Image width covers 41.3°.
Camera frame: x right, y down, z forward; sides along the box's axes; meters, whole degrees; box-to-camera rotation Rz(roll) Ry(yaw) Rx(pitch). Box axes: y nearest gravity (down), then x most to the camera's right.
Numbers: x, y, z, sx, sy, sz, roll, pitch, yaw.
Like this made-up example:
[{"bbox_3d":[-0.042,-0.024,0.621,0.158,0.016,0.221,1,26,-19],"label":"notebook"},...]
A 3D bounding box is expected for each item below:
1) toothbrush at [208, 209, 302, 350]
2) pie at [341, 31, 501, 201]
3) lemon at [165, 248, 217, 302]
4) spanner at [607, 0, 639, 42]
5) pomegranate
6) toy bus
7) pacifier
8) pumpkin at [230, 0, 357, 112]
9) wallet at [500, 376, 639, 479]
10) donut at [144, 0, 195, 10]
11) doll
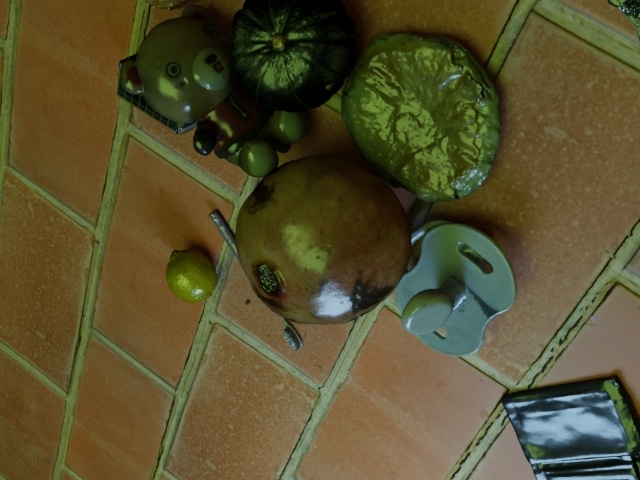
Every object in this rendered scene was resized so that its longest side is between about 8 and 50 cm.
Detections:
[{"bbox_3d":[-0.139,0.089,1.835,0.024,0.029,0.354,-28,99,28],"label":"toothbrush"},{"bbox_3d":[0.167,-0.210,1.421,0.306,0.071,0.307,14,121,24],"label":"pie"},{"bbox_3d":[-0.286,0.077,1.875,0.109,0.109,0.133,-29,105,41],"label":"lemon"},{"bbox_3d":[0.479,-0.261,1.214,0.093,0.026,0.326,-7,114,35],"label":"spanner"},{"bbox_3d":[0.000,0.000,1.486,0.322,0.322,0.322,17,125,25],"label":"pomegranate"},{"bbox_3d":[-0.309,-0.289,1.681,0.182,0.091,0.103,33,132,15],"label":"toy bus"},{"bbox_3d":[0.202,0.098,1.492,0.227,0.207,0.279,38,131,15],"label":"pacifier"},{"bbox_3d":[-0.047,-0.323,1.418,0.220,0.162,0.221,2,97,14],"label":"pumpkin"},{"bbox_3d":[0.504,0.412,1.588,0.247,0.041,0.323,-20,101,39],"label":"wallet"},{"bbox_3d":[-0.267,-0.485,1.553,0.117,0.065,0.166,33,132,14],"label":"donut"},{"bbox_3d":[-0.186,-0.260,1.545,0.330,0.235,0.174,46,160,-11],"label":"doll"}]
